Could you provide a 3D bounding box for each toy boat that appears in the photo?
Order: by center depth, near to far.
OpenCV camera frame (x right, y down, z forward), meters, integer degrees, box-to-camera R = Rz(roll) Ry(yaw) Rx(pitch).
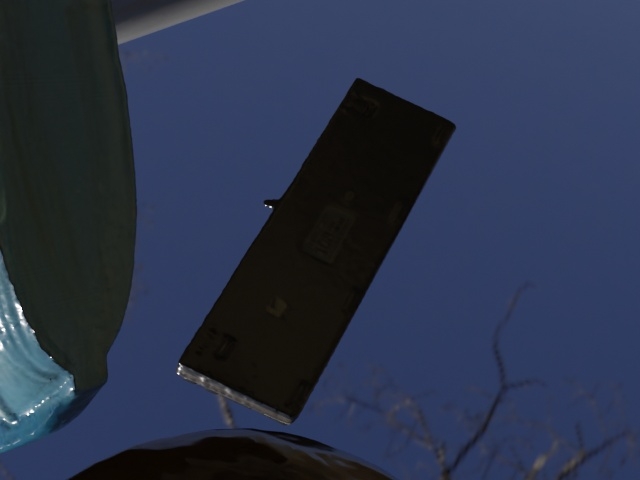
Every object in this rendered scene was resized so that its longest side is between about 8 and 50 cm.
[{"bbox_3d":[-0.131,-0.024,0.587,0.102,0.215,0.088,-3,-175,34],"label":"toy boat"}]

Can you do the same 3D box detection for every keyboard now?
[{"bbox_3d":[0.000,0.000,1.163,0.106,0.027,0.317,25,-125,9],"label":"keyboard"}]

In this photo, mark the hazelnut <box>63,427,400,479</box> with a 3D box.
[{"bbox_3d":[-0.030,0.170,0.496,0.208,0.208,0.208,14,-148,-9],"label":"hazelnut"}]

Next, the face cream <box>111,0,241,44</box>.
[{"bbox_3d":[-0.068,-0.176,0.854,0.214,0.096,0.096,-23,-133,-20],"label":"face cream"}]
